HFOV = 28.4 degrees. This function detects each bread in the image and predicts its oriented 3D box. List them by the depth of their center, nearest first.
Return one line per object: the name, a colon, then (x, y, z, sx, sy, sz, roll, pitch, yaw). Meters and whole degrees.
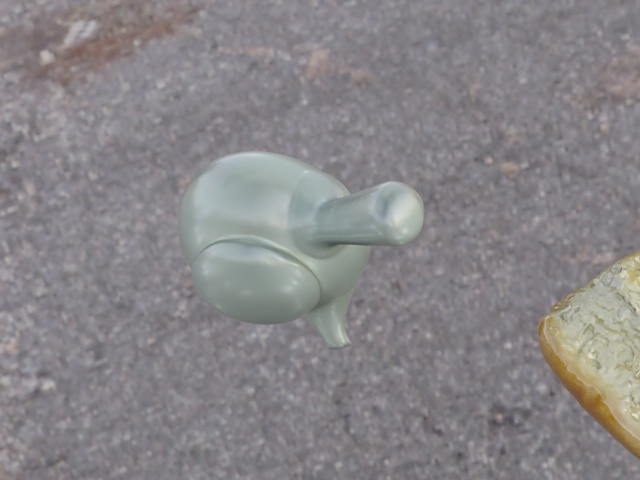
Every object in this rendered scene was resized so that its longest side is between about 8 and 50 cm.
bread: (0.282, 0.083, 1.012, 0.174, 0.121, 0.245, 39, 30, 19)

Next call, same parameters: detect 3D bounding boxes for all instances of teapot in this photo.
teapot: (-0.034, -0.014, 1.272, 0.220, 0.318, 0.149, 17, 59, -5)
